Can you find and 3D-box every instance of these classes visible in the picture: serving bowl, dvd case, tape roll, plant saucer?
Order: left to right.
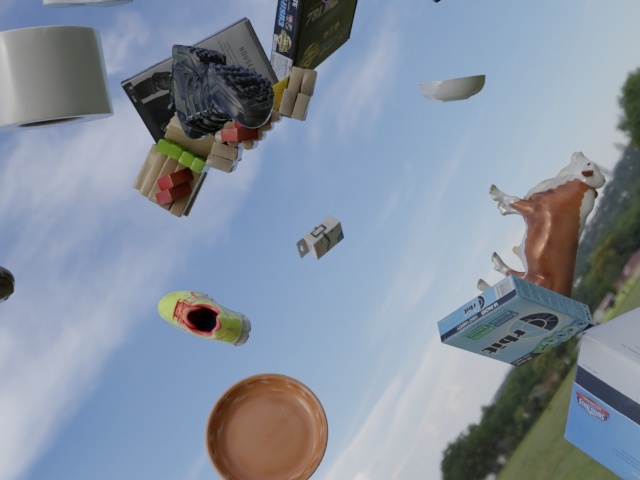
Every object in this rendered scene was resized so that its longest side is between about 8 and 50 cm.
[{"bbox_3d":[-0.538,-0.311,1.549,0.246,0.246,0.169,-22,-75,-60],"label":"tape roll"},{"bbox_3d":[-0.191,-0.247,1.364,0.238,0.029,0.179,-28,-61,-2],"label":"dvd case"},{"bbox_3d":[-0.086,0.316,1.294,0.200,0.200,0.037,-50,-20,-22],"label":"plant saucer"},{"bbox_3d":[0.165,-0.187,0.989,0.083,0.083,0.027,-22,-74,-60],"label":"serving bowl"}]

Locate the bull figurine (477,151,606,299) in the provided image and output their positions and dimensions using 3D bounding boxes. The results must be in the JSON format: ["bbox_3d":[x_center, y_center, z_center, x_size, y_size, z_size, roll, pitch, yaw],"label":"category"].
[{"bbox_3d":[0.401,-0.014,1.449,0.101,0.188,0.311,0,-80,-58],"label":"bull figurine"}]

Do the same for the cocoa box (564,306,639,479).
[{"bbox_3d":[0.612,0.287,1.287,0.231,0.347,0.228,-17,-58,-30],"label":"cocoa box"}]

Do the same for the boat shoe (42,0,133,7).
[{"bbox_3d":[-0.472,-0.517,1.606,0.065,0.183,0.083,-105,13,-83],"label":"boat shoe"}]

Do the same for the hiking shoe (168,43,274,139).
[{"bbox_3d":[-0.136,-0.181,1.066,0.086,0.227,0.114,-1,-62,-35],"label":"hiking shoe"}]

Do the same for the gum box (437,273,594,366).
[{"bbox_3d":[0.301,0.128,1.231,0.184,0.041,0.157,20,-44,-32],"label":"gum box"}]

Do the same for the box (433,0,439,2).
[{"bbox_3d":[0.252,-0.703,1.603,0.296,0.183,0.294,-39,-46,6],"label":"box"}]

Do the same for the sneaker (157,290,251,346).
[{"bbox_3d":[-0.231,0.135,1.470,0.094,0.208,0.082,23,-100,-57],"label":"sneaker"}]

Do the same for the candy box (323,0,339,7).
[{"bbox_3d":[-0.062,-0.455,1.142,0.071,0.233,0.159,-45,-26,9],"label":"candy box"}]

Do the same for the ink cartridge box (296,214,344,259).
[{"bbox_3d":[0.000,0.000,1.398,0.083,0.028,0.048,-40,-36,-17],"label":"ink cartridge box"}]

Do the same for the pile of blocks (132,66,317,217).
[{"bbox_3d":[-0.162,-0.180,1.292,0.362,0.149,0.112,-38,5,5],"label":"pile of blocks"}]

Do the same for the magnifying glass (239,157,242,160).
[{"bbox_3d":[-0.214,-0.285,1.949,0.026,0.092,0.231,-46,-27,-33],"label":"magnifying glass"}]

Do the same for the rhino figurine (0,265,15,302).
[{"bbox_3d":[-0.744,0.121,1.721,0.243,0.106,0.073,-38,20,33],"label":"rhino figurine"}]

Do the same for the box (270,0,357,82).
[{"bbox_3d":[-0.002,-0.536,1.810,0.295,0.073,0.293,-48,-19,-42],"label":"box"}]
